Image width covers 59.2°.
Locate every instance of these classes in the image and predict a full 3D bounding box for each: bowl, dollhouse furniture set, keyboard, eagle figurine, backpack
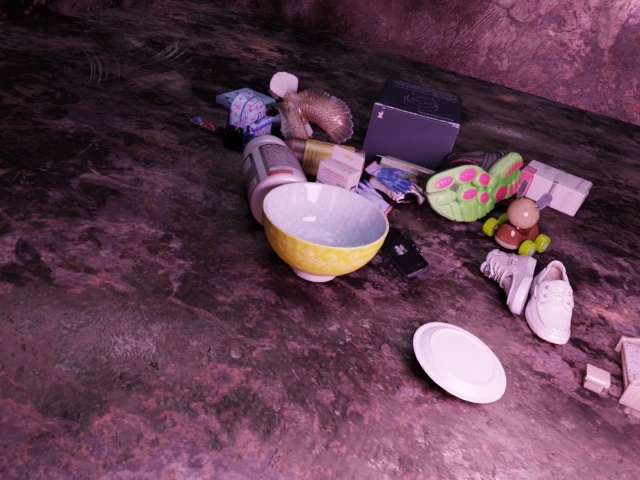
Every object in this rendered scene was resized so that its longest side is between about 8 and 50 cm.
[{"bbox_3d":[0.000,0.000,1.295,0.290,0.156,0.289,9,31,-6],"label":"bowl"},{"bbox_3d":[0.766,0.229,1.194,0.356,0.173,0.303,21,32,13],"label":"dollhouse furniture set"},{"bbox_3d":[0.216,0.032,1.456,0.100,0.038,0.192,-22,41,-10],"label":"keyboard"},{"bbox_3d":[-0.058,-0.420,1.930,0.225,0.226,0.298,13,19,-42],"label":"eagle figurine"},{"bbox_3d":[-0.229,-0.391,1.825,0.117,0.173,0.158,24,32,18],"label":"backpack"}]

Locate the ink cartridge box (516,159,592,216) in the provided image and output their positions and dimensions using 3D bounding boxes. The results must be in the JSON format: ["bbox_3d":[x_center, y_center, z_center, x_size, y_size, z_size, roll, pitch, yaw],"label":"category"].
[{"bbox_3d":[0.809,-0.185,1.959,0.218,0.092,0.159,27,34,25],"label":"ink cartridge box"}]

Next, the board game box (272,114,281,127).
[{"bbox_3d":[-0.142,-0.440,2.084,0.090,0.020,0.090,14,31,2],"label":"board game box"}]

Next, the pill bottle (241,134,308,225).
[{"bbox_3d":[-0.124,-0.164,1.510,0.161,0.161,0.283,2,33,-17],"label":"pill bottle"}]

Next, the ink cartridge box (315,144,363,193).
[{"bbox_3d":[0.044,-0.156,1.540,0.104,0.180,0.060,28,34,25],"label":"ink cartridge box"}]

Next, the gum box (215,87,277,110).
[{"bbox_3d":[-0.281,-0.528,2.155,0.157,0.041,0.184,27,35,21],"label":"gum box"}]

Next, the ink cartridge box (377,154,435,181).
[{"bbox_3d":[0.268,-0.220,1.783,0.171,0.056,0.235,21,15,13],"label":"ink cartridge box"}]

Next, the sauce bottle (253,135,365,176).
[{"bbox_3d":[-0.039,-0.261,1.747,0.345,0.111,0.111,11,31,-4],"label":"sauce bottle"}]

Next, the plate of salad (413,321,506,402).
[{"bbox_3d":[0.270,0.242,1.111,0.200,0.048,0.199,17,35,-12],"label":"plate of salad"}]

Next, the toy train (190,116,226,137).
[{"bbox_3d":[-0.372,-0.380,1.885,0.158,0.036,0.027,25,33,20],"label":"toy train"}]

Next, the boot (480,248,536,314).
[{"bbox_3d":[0.454,0.095,1.391,0.123,0.095,0.258,17,22,19],"label":"boot"}]

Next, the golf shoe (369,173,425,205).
[{"bbox_3d":[0.233,-0.159,1.722,0.186,0.067,0.086,14,51,17],"label":"golf shoe"}]

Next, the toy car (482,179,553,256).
[{"bbox_3d":[0.580,-0.072,1.596,0.149,0.188,0.155,-16,42,-39],"label":"toy car"}]

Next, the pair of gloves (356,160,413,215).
[{"bbox_3d":[0.176,-0.157,1.677,0.159,0.023,0.198,36,65,21],"label":"pair of gloves"}]

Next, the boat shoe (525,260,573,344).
[{"bbox_3d":[0.550,0.135,1.339,0.098,0.096,0.277,18,32,7],"label":"boat shoe"}]

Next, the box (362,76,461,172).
[{"bbox_3d":[0.336,-0.415,2.038,0.294,0.211,0.395,17,31,6],"label":"box"}]

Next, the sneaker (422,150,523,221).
[{"bbox_3d":[0.459,-0.180,1.784,0.202,0.185,0.483,16,23,41],"label":"sneaker"}]
